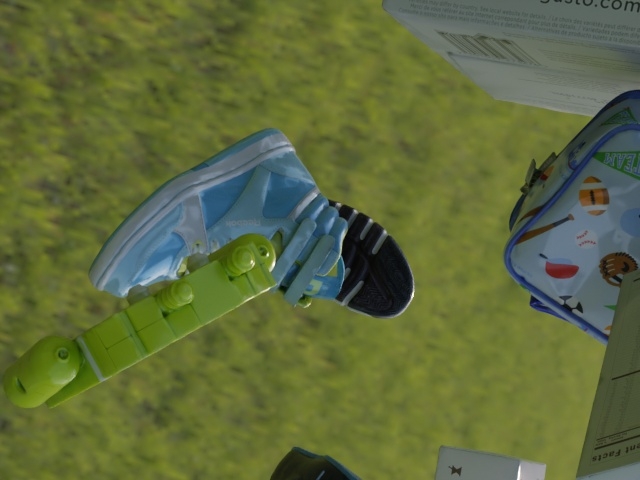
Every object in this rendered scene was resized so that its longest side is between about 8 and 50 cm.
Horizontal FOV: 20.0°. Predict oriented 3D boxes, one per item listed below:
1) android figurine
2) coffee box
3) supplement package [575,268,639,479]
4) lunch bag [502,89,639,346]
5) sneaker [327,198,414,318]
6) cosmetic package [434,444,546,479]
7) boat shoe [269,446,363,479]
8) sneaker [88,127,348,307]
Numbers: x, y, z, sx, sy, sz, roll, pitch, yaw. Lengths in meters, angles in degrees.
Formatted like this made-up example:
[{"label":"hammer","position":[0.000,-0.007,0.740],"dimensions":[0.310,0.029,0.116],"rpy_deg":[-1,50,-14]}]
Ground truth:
[{"label":"android figurine","position":[-0.142,0.066,1.512],"dimensions":[0.248,0.056,0.273],"rpy_deg":[-29,178,-31]},{"label":"coffee box","position":[0.307,-0.318,1.835],"dimensions":[0.338,0.337,0.334],"rpy_deg":[25,78,-63]},{"label":"supplement package","position":[0.336,0.138,1.604],"dimensions":[0.134,0.139,0.244],"rpy_deg":[43,46,-24]},{"label":"lunch bag","position":[0.334,0.009,1.784],"dimensions":[0.243,0.303,0.115],"rpy_deg":[-51,-172,29]},{"label":"sneaker","position":[0.000,0.000,2.255],"dimensions":[0.106,0.281,0.162],"rpy_deg":[-51,172,-5]},{"label":"cosmetic package","position":[0.161,0.417,1.973],"dimensions":[0.284,0.097,0.377],"rpy_deg":[28,71,-74]},{"label":"boat shoe","position":[0.005,0.311,2.138],"dimensions":[0.089,0.109,0.258],"rpy_deg":[-51,-171,-13]},{"label":"sneaker","position":[-0.092,0.016,2.045],"dimensions":[0.319,0.208,0.127],"rpy_deg":[-36,168,-35]}]
